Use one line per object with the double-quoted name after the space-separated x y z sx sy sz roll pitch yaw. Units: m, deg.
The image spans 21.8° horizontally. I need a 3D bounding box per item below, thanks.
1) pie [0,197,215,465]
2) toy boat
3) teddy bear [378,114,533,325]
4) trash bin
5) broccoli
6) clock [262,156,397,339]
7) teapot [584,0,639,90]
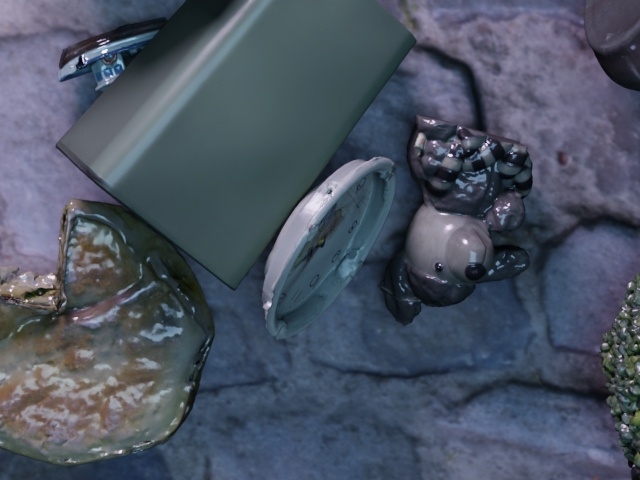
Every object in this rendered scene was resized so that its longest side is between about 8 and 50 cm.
-0.283 0.116 1.861 0.338 0.075 0.337 -3 111 -8 "pie"
-0.222 -0.199 1.831 0.140 0.059 0.066 -18 87 -11 "toy boat"
0.173 -0.019 1.886 0.171 0.144 0.251 -2 103 -23 "teddy bear"
-0.081 -0.151 1.792 0.223 0.158 0.343 40 90 -31 "trash bin"
0.455 0.151 1.909 0.246 0.248 0.288 3 105 -14 "broccoli"
0.000 0.000 1.836 0.053 0.236 0.236 35 94 17 "clock"
0.495 -0.263 1.859 0.344 0.253 0.300 21 64 -18 "teapot"
